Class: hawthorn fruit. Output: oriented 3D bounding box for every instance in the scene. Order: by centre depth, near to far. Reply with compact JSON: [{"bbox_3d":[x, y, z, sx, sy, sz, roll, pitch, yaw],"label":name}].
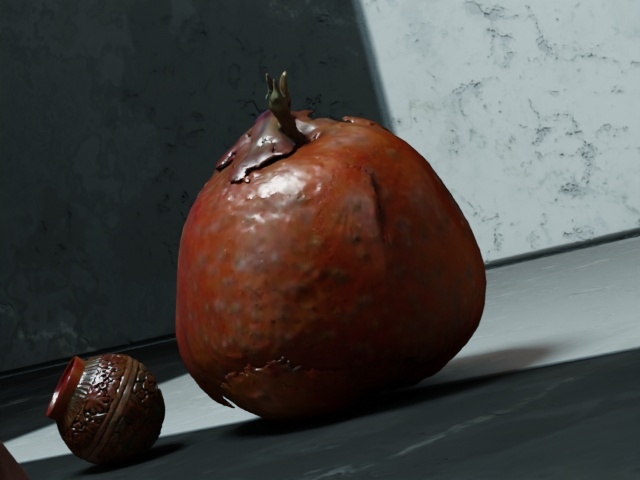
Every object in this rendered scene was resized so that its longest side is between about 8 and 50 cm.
[{"bbox_3d":[0.000,0.000,1.433,0.276,0.307,0.276,-9,14,2],"label":"hawthorn fruit"}]

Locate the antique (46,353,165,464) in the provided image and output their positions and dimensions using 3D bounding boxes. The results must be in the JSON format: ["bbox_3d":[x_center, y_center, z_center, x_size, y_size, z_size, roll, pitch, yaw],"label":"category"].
[{"bbox_3d":[-0.183,0.148,1.448,0.104,0.104,0.104,-14,1,0],"label":"antique"}]

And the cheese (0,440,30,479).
[{"bbox_3d":[-0.310,0.162,1.199,0.128,0.202,0.177,-16,-31,38],"label":"cheese"}]
